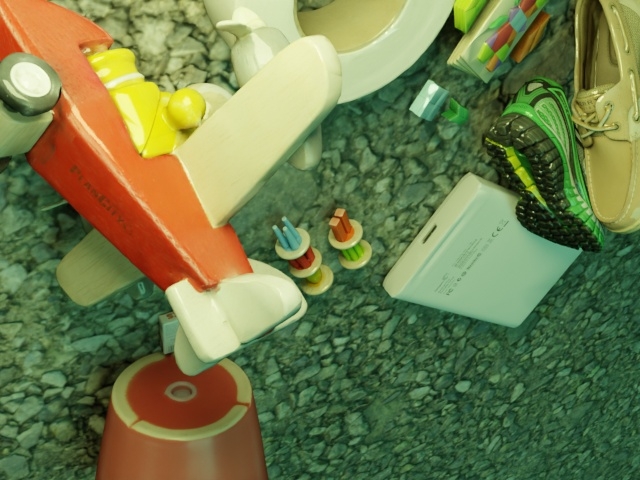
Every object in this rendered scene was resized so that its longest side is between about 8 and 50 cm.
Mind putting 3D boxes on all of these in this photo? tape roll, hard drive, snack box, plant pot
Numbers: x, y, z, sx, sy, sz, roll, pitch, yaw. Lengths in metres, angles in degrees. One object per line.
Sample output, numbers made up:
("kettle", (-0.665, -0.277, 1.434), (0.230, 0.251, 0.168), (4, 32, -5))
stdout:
("tape roll", (0.017, -0.292, 1.042), (0.286, 0.100, 0.286), (-20, 137, -20))
("hard drive", (0.291, 0.028, 1.599), (0.353, 0.047, 0.233), (16, 117, -44))
("snack box", (-0.147, 0.112, 1.379), (0.178, 0.022, 0.064), (-16, 136, -23))
("plant pot", (-0.199, 0.307, 1.370), (0.274, 0.275, 0.243), (-13, 125, -26))

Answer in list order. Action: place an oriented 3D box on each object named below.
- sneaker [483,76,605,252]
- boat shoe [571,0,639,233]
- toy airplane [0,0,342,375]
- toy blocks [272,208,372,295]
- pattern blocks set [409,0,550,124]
("sneaker", (0.370, -0.103, 1.441), (0.146, 0.134, 0.343), (-56, 139, -20))
("boat shoe", (0.395, -0.180, 1.318), (0.110, 0.341, 0.121), (5, 170, -32))
("toy airplane", (-0.144, -0.060, 0.970), (0.272, 0.386, 0.385), (-54, 149, -47))
("toy blocks", (0.000, 0.000, 1.352), (0.123, 0.054, 0.148), (-34, 140, -2))
("pattern blocks set", (0.238, -0.283, 1.194), (0.285, 0.026, 0.325), (-13, 137, -57))
